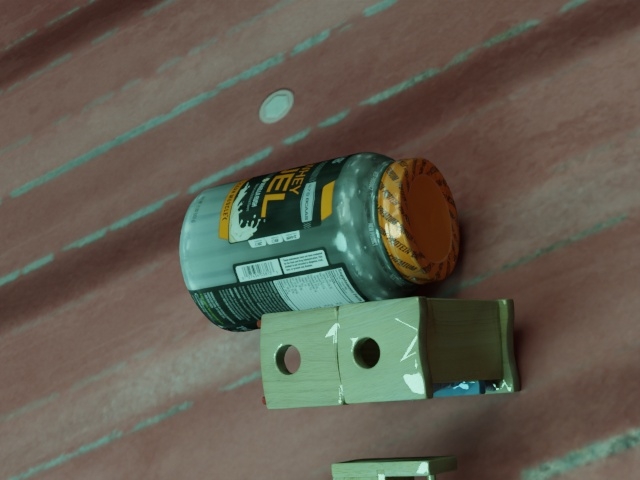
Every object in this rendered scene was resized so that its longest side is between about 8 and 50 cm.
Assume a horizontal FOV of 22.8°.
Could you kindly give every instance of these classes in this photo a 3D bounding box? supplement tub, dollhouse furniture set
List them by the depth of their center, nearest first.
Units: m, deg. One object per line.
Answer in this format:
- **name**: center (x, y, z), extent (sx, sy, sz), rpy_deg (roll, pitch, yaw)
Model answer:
- **dollhouse furniture set**: center (0.050, 0.135, 1.064), extent (0.129, 0.129, 0.183), rpy_deg (-7, 84, 34)
- **supplement tub**: center (0.000, 0.000, 1.185), extent (0.190, 0.117, 0.117), rpy_deg (-12, 52, 30)
